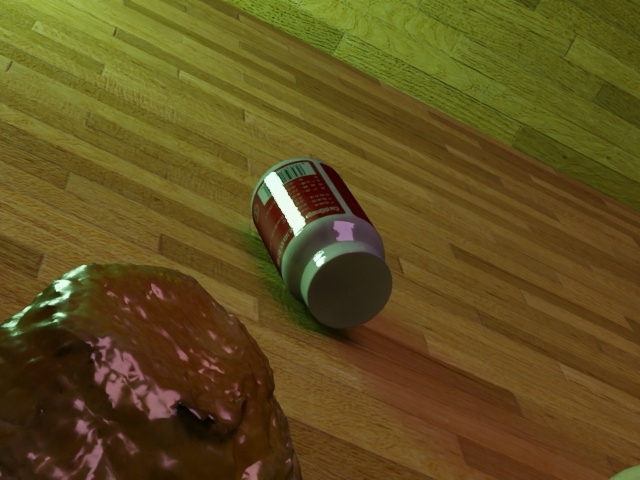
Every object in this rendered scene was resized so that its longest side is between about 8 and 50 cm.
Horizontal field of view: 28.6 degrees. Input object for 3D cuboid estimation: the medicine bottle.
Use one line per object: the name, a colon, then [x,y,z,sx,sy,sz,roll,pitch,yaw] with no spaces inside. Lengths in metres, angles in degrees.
medicine bottle: [0.000,0.000,1.559,0.131,0.131,0.250,20,21,-27]

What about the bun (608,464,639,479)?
bun: [0.337,0.342,1.114,0.299,0.165,0.299,44,12,-12]

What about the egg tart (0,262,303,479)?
egg tart: [-0.131,0.137,0.975,0.339,0.153,0.351,40,22,21]
